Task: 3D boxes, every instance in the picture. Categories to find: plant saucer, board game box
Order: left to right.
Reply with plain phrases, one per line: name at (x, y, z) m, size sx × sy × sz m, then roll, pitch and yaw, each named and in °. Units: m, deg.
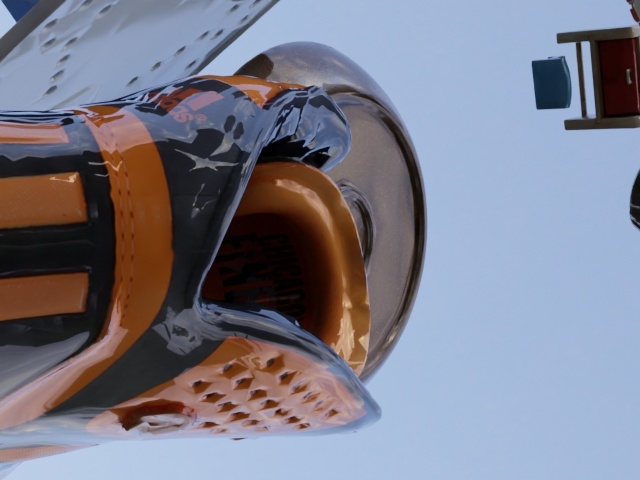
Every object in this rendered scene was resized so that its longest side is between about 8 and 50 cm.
board game box at (-0.216, -0.081, 1.175) m, size 0.390 × 0.390 × 0.050 m, roll -40°, pitch -94°, yaw 18°
plant saucer at (0.000, 0.000, 1.342) m, size 0.050 × 0.311 × 0.310 m, roll 8°, pitch -70°, yaw 36°

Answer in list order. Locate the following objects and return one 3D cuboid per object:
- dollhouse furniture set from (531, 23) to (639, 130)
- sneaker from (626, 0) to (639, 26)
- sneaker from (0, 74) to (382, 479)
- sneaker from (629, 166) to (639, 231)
dollhouse furniture set at (0.222, -0.176, 1.362) m, size 0.129 × 0.129 × 0.183 m, roll 1°, pitch -78°, yaw 44°
sneaker at (0.258, -0.206, 1.146) m, size 0.093 × 0.088 × 0.225 m, roll -13°, pitch -116°, yaw 36°
sneaker at (-0.078, 0.040, 0.508) m, size 0.321 × 0.180 × 0.124 m, roll 136°, pitch -53°, yaw -74°
sneaker at (0.260, -0.086, 1.039) m, size 0.081 × 0.094 × 0.208 m, roll 30°, pitch -64°, yaw -9°
